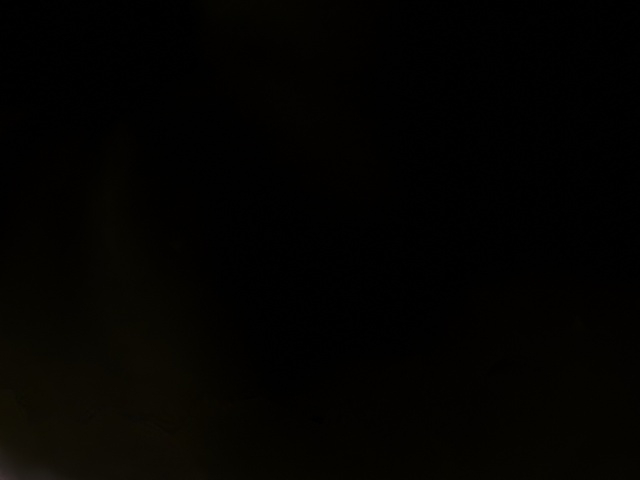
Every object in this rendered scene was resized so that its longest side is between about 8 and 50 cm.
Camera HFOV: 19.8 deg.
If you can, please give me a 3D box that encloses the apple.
[{"bbox_3d":[0.000,0.000,0.737,0.473,0.473,0.473,31,-174,-4],"label":"apple"}]
